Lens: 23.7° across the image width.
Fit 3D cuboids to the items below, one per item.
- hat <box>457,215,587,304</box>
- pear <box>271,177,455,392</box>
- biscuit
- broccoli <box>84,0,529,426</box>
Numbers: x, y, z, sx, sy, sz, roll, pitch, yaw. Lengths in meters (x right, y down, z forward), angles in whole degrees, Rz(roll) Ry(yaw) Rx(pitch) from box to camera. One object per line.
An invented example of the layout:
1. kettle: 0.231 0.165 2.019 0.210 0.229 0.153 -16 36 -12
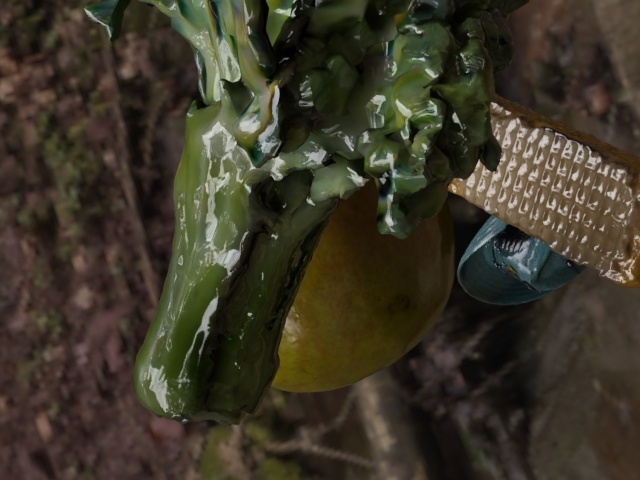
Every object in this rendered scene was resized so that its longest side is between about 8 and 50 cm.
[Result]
1. hat: 0.223 -0.004 1.461 0.078 0.191 0.138 42 180 41
2. pear: 0.000 0.000 1.065 0.200 0.200 0.200 50 151 42
3. biscuit: 0.153 -0.066 1.257 0.378 0.054 0.094 33 111 52
4. broccoli: 0.003 -0.035 0.645 0.198 0.177 0.275 14 106 42
